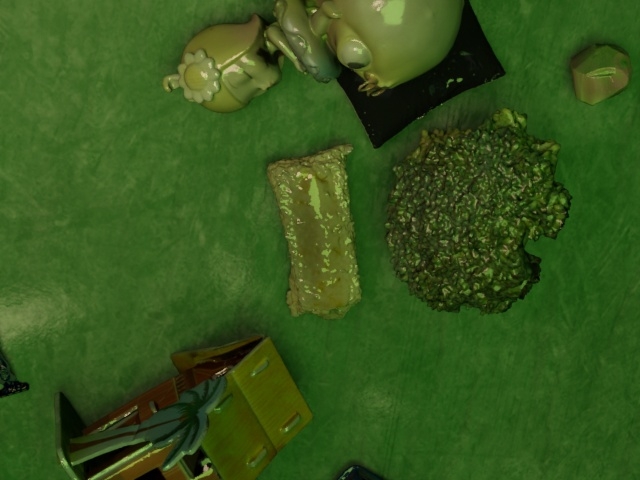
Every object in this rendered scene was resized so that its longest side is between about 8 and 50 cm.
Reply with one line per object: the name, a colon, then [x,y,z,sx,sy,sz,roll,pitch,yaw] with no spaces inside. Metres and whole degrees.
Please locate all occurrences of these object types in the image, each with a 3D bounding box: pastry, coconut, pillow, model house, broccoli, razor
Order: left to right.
razor: [-0.448,0.150,1.920,0.044,0.028,0.154,-15,112,-2]
model house: [-0.151,0.310,1.861,0.323,0.340,0.300,-30,113,-1]
pastry: [-0.006,-0.001,1.902,0.121,0.089,0.258,-2,108,6]
pillow: [0.129,-0.231,1.849,0.208,0.055,0.141,-30,108,1]
broccoli: [0.207,-0.044,1.836,0.288,0.260,0.235,-15,137,44]
coconut: [0.382,-0.230,1.876,0.082,0.083,0.081,-25,125,-23]

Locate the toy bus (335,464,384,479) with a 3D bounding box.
toy bus: [0.129,0.479,2.044,0.287,0.175,0.138,34,102,-18]

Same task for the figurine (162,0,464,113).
figurine: [-0.024,-0.285,1.758,0.394,0.226,0.274,-24,74,18]
